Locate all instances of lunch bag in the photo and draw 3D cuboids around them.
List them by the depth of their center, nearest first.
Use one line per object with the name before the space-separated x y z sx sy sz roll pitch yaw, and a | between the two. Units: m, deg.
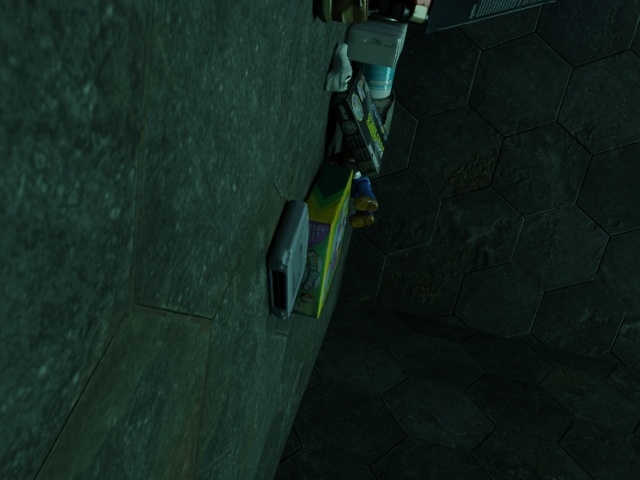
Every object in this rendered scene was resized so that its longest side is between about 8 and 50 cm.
lunch bag | 0.197 -0.459 2.254 0.235 0.169 0.287 98 12 -46

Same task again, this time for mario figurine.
mario figurine | 0.093 -0.197 1.905 0.198 0.170 0.320 -40 -140 30

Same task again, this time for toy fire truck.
toy fire truck | 0.245 -0.810 1.730 0.158 0.217 0.246 -5 123 -39

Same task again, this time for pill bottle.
pill bottle | 0.192 -0.632 1.938 0.146 0.146 0.264 -68 169 -57

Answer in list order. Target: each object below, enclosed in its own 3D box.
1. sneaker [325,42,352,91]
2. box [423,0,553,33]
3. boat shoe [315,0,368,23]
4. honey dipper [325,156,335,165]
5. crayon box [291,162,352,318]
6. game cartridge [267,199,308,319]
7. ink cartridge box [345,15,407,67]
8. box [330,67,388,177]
sneaker | 0.057 -0.455 1.501 0.053 0.061 0.152 81 21 -69
box | 0.517 -1.008 1.859 0.297 0.472 0.479 72 3 -75
boat shoe | 0.074 -0.585 1.095 0.122 0.120 0.324 -66 168 -61
honey dipper | 0.019 -0.199 1.849 0.030 0.030 0.160 -70 174 -49
crayon box | 0.000 0.000 1.727 0.313 0.106 0.363 -67 168 -52
game cartridge | -0.075 0.044 1.390 0.294 0.060 0.196 94 14 -55
ink cartridge box | 0.171 -0.613 1.734 0.219 0.160 0.092 -67 168 -54
box | 0.128 -0.366 1.763 0.270 0.060 0.216 62 30 -32
